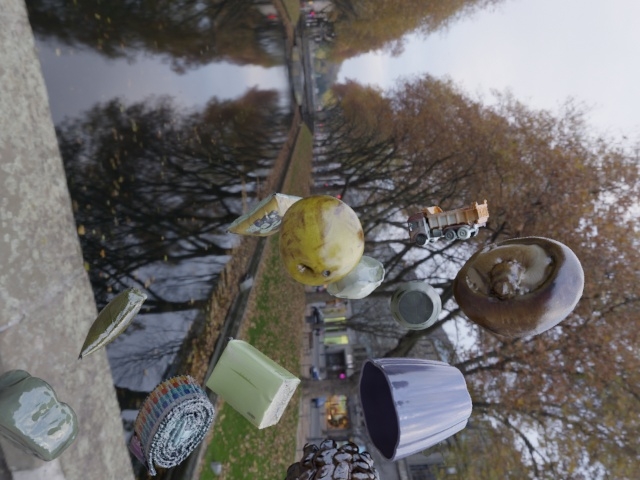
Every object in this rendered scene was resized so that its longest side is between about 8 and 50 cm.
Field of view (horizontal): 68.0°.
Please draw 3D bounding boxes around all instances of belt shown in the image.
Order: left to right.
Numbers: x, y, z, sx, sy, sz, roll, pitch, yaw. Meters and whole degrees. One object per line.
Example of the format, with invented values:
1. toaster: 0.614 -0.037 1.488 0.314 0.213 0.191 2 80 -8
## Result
1. belt: -0.479 0.579 1.533 0.160 0.207 0.294 38 -68 40

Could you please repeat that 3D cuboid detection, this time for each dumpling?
1. dumpling: 0.115 0.118 1.597 0.111 0.181 0.155 101 -8 -45

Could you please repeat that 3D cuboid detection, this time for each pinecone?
1. pinecone: 0.032 0.623 1.109 0.298 0.242 0.296 49 5 -16

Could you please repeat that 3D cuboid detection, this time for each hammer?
1. hammer: -0.294 0.390 1.748 0.292 0.029 0.058 55 41 -73

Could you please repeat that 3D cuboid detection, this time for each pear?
1. pear: 0.000 0.000 1.460 0.281 0.281 0.280 -4 90 -89

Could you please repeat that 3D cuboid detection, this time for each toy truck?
1. toy truck: 0.436 -0.063 1.645 0.114 0.271 0.135 -11 90 -51

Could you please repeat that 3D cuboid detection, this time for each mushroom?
1. mushroom: 0.407 0.091 0.992 0.253 0.253 0.153 -92 159 -61

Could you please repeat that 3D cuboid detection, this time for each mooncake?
1. mooncake: -0.759 0.457 1.235 0.135 0.275 0.274 -53 148 -44

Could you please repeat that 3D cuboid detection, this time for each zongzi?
1. zongzi: -0.767 0.298 1.733 0.115 0.228 0.256 43 23 -10

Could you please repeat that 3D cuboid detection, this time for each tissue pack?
1. tissue pack: -0.203 0.428 1.429 0.159 0.234 0.125 -61 153 -1

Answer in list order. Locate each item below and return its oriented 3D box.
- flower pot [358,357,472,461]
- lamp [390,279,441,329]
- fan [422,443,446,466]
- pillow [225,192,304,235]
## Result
1. flower pot: 0.257 0.435 1.295 0.265 0.243 0.264 174 -90 -71
2. lamp: 0.233 0.158 1.163 0.215 0.122 0.121 30 55 -77
3. fan: 0.443 0.758 1.784 0.190 0.009 0.329 -62 179 4
4. pillow: -0.221 -0.109 2.109 0.119 0.310 0.312 60 23 14
